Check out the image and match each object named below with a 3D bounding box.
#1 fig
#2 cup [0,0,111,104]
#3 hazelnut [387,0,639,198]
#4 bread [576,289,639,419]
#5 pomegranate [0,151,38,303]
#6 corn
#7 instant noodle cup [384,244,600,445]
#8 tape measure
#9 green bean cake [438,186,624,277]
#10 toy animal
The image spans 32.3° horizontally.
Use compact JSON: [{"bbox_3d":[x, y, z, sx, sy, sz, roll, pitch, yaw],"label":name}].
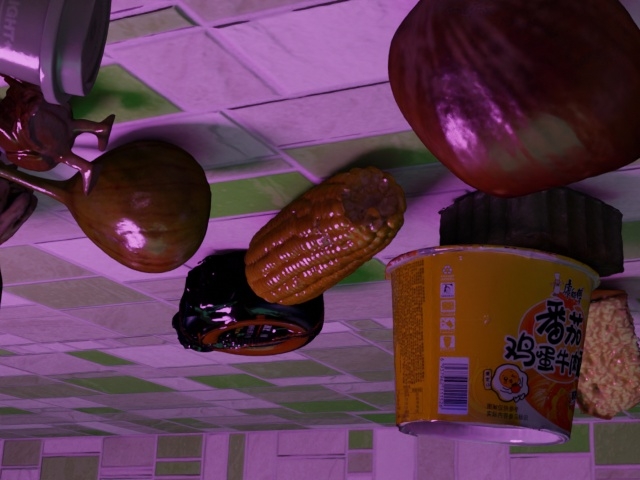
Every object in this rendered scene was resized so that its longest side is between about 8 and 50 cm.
[{"bbox_3d":[-0.248,-0.038,1.214,0.259,0.151,0.151,1,162,0],"label":"fig"},{"bbox_3d":[-0.239,-0.172,0.853,0.141,0.120,0.120,11,162,-2],"label":"cup"},{"bbox_3d":[0.161,-0.129,0.880,0.181,0.180,0.212,-21,-177,-43],"label":"hazelnut"},{"bbox_3d":[0.437,0.151,1.749,0.129,0.134,0.260,-16,125,11],"label":"bread"},{"bbox_3d":[-0.468,0.024,1.291,0.341,0.285,0.285,-32,151,18],"label":"pomegranate"},{"bbox_3d":[0.000,0.000,1.354,0.121,0.120,0.363,9,163,-22],"label":"corn"},{"bbox_3d":[0.200,0.133,1.315,0.265,0.200,0.264,4,164,1],"label":"instant noodle cup"},{"bbox_3d":[-0.105,0.096,1.658,0.223,0.135,0.202,3,153,-10],"label":"tape measure"},{"bbox_3d":[0.254,-0.007,1.340,0.173,0.094,0.181,14,161,-30],"label":"green bean cake"},{"bbox_3d":[-0.299,-0.119,1.087,0.179,0.089,0.188,18,167,-1],"label":"toy animal"}]
